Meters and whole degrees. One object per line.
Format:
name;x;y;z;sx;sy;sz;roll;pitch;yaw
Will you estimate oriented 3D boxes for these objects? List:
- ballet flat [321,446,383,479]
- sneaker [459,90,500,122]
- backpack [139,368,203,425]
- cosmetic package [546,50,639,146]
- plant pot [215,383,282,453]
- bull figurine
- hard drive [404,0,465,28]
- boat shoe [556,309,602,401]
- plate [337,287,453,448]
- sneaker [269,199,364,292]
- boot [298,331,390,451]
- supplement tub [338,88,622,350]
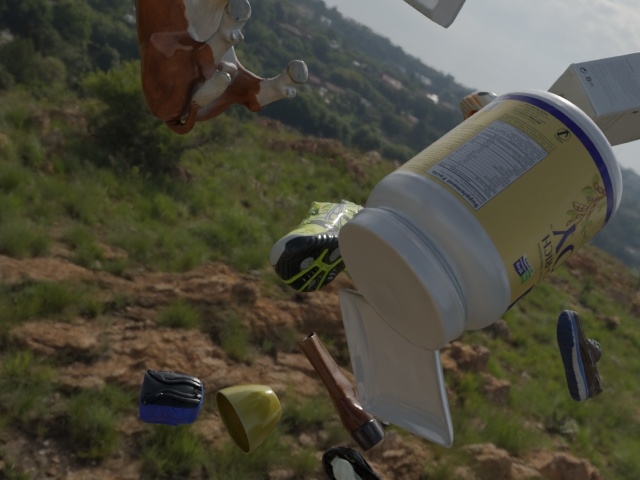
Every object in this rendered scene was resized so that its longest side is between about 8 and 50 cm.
ballet flat;0.088;0.457;1.194;0.280;0.095;0.096;34;-10;46
sneaker;0.314;-0.238;1.289;0.084;0.083;0.215;56;4;8
backpack;-0.298;0.320;1.397;0.120;0.101;0.097;5;43;-9
cosmetic package;0.748;-0.345;1.712;0.385;0.217;0.156;-13;71;-16
plant pot;-0.134;0.337;1.367;0.095;0.134;0.134;-24;44;-27
bull figurine;-0.109;-0.250;0.600;0.101;0.310;0.189;-17;16;-42
hard drive;0.244;-0.545;1.317;0.047;0.233;0.353;22;22;-16
boat shoe;0.519;0.224;1.381;0.066;0.183;0.066;-10;5;-9
plate;0.149;0.230;1.337;0.045;0.277;0.278;-19;13;-31
sneaker;0.000;0.000;1.452;0.147;0.145;0.385;42;24;19
boot;0.040;0.343;1.609;0.280;0.096;0.264;55;6;10
supplement tub;0.214;-0.030;0.946;0.241;0.331;0.241;46;-20;22
